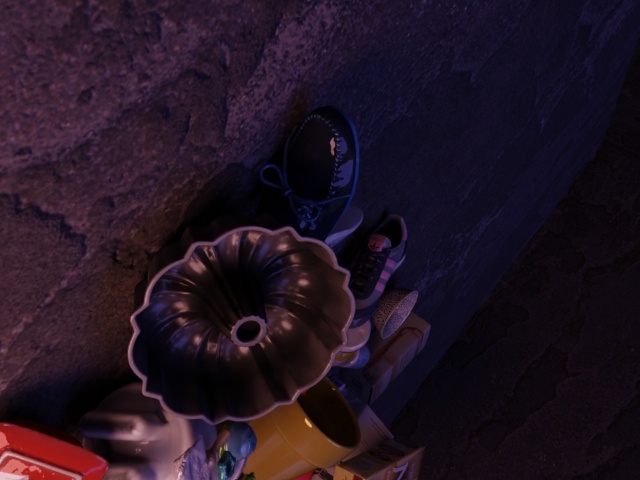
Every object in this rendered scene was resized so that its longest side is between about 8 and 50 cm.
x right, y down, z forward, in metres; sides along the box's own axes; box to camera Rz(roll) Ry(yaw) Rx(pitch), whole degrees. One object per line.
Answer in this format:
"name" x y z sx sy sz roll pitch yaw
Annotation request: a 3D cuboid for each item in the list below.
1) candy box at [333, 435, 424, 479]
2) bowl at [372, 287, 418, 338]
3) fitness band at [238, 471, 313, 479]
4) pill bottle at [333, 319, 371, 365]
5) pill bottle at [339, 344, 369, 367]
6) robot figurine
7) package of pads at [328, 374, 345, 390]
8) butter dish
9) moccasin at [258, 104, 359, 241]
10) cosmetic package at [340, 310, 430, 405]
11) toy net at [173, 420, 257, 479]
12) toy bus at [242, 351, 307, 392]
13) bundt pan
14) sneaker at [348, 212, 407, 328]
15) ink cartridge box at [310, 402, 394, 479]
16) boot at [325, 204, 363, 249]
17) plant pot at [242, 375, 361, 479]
"candy box" 0.140 0.619 1.547 0.316 0.088 0.182 3 99 -54
"bowl" 0.201 0.194 1.806 0.170 0.080 0.170 -42 154 -26
"fitness band" -0.124 0.617 1.629 0.291 0.054 0.209 -33 -164 28
"pill bottle" 0.036 0.230 1.466 0.118 0.117 0.208 -41 170 -28
"pill bottle" 0.088 0.318 1.754 0.087 0.087 0.160 -54 156 -1
"robot figurine" -0.244 0.336 1.024 0.353 0.200 0.299 38 54 -65
"package of pads" 0.034 0.438 1.860 0.083 0.050 0.032 -15 135 -56
"butter dish" -0.390 0.302 0.829 0.160 0.118 0.160 32 97 -26
"moccasin" -0.034 -0.047 0.985 0.117 0.138 0.341 -24 141 -42
"cosmetic package" 0.208 0.364 1.984 0.296 0.129 0.153 -41 152 -29
"toy net" -0.158 0.333 0.909 0.232 0.045 0.122 26 67 -67
"toy bus" -0.076 0.184 1.105 0.220 0.211 0.149 -30 146 -29
"bundt pan" -0.121 0.102 0.911 0.331 0.124 0.330 -11 119 -20
"sneaker" 0.106 0.057 1.396 0.319 0.112 0.131 -55 155 -43
"ink cartridge box" -0.014 0.650 1.698 0.395 0.166 0.285 -47 -166 -35
"boot" 0.000 0.000 1.207 0.190 0.069 0.086 -29 154 -29
"plant pot" -0.074 0.454 1.476 0.239 0.254 0.254 -42 159 13
